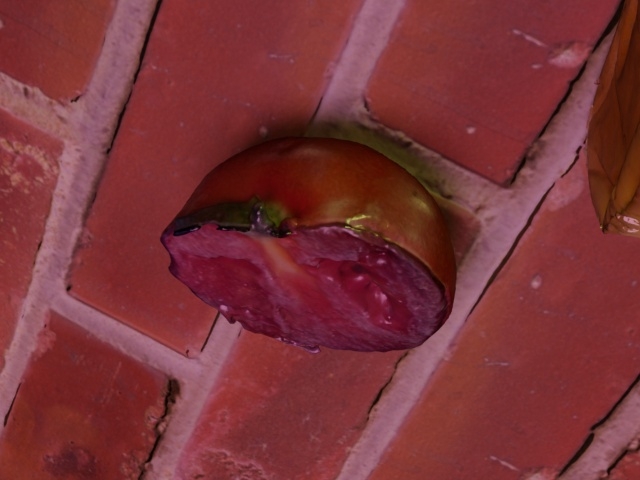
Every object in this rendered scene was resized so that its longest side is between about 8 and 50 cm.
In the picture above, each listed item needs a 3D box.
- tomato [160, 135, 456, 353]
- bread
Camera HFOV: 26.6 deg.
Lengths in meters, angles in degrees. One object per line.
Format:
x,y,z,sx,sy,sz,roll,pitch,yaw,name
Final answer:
-0.003,-0.003,1.556,0.335,0.176,0.290,-1,145,22,tomato
0.366,-0.127,1.314,0.156,0.204,0.288,5,131,-3,bread
